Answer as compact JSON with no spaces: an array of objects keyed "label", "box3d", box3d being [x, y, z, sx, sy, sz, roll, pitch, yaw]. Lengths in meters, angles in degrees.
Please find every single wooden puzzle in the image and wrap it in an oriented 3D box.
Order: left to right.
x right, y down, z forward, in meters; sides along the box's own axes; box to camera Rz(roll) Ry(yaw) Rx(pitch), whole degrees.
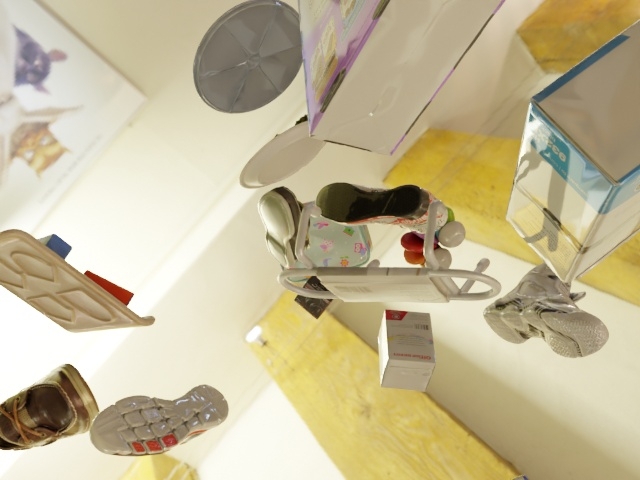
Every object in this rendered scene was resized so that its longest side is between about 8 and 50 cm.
[{"label":"wooden puzzle","box3d":[-0.539,0.078,1.481,0.322,0.348,0.080,-11,-131,46]}]

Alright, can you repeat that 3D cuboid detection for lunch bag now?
[{"label":"lunch bag","box3d":[0.000,0.000,2.101,0.279,0.224,0.108,-15,-159,15]}]

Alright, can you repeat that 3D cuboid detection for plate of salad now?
[{"label":"plate of salad","box3d":[-0.065,-0.161,1.313,0.200,0.048,0.200,-31,166,-9]}]

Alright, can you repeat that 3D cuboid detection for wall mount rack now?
[{"label":"wall mount rack","box3d":[0.123,0.037,1.154,0.350,0.304,0.130,0,-112,26]}]

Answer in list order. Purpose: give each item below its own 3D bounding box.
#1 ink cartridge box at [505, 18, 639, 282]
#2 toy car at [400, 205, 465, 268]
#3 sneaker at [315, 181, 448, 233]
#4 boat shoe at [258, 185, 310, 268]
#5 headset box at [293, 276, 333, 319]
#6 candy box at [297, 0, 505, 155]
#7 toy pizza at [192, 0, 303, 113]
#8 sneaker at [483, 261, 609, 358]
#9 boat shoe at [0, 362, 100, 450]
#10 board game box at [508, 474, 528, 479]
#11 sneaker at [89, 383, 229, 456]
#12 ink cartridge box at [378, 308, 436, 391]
[{"label":"ink cartridge box","box3d":[0.346,-0.103,0.836,0.223,0.129,0.307,-37,158,-6]},{"label":"toy car","box3d":[0.279,-0.012,1.921,0.182,0.136,0.159,-66,-148,21]},{"label":"sneaker","box3d":[0.130,-0.062,1.527,0.270,0.145,0.090,1,-102,37]},{"label":"boat shoe","box3d":[-0.056,-0.033,1.274,0.069,0.081,0.227,-41,160,-20]},{"label":"headset box","box3d":[-0.008,0.106,1.412,0.032,0.062,0.083,-47,174,-38]},{"label":"candy box","box3d":[0.046,-0.189,0.513,0.165,0.070,0.196,125,-32,-47]},{"label":"toy pizza","box3d":[-0.112,-0.288,1.145,0.201,0.201,0.032,-44,-123,7]},{"label":"sneaker","box3d":[0.548,0.143,1.680,0.210,0.137,0.366,-42,-166,-18]},{"label":"boat shoe","box3d":[-0.482,0.302,1.242,0.123,0.123,0.342,-31,-177,-41]},{"label":"board game box","box3d":[0.181,0.499,1.200,0.347,0.233,0.078,-19,-119,-1]},{"label":"sneaker","box3d":[-0.161,0.189,0.722,0.065,0.158,0.061,-45,-118,30]},{"label":"ink cartridge box","box3d":[0.227,0.293,1.952,0.176,0.128,0.127,-87,-175,-48]}]
